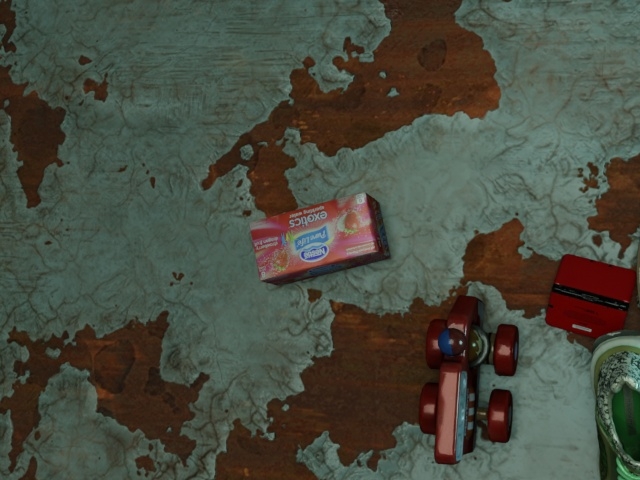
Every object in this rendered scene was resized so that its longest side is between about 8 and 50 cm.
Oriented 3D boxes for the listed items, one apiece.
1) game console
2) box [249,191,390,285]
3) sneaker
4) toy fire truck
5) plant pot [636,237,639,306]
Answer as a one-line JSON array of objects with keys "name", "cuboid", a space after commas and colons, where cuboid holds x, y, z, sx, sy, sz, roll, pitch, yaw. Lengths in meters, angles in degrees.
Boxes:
[{"name": "game console", "cuboid": [0.516, 0.111, 1.812, 0.144, 0.085, 0.124, 15, 118, 19]}, {"name": "box", "cuboid": [0.000, 0.000, 1.931, 0.256, 0.122, 0.128, -14, 79, 15]}, {"name": "sneaker", "cuboid": [0.540, 0.373, 1.641, 0.158, 0.182, 0.410, -11, 101, 24]}, {"name": "toy fire truck", "cuboid": [0.262, 0.251, 1.743, 0.169, 0.254, 0.302, 4, 83, 18]}, {"name": "plant pot", "cuboid": [0.706, 0.062, 1.659, 0.229, 0.263, 0.263, 0, 82, -2]}]
